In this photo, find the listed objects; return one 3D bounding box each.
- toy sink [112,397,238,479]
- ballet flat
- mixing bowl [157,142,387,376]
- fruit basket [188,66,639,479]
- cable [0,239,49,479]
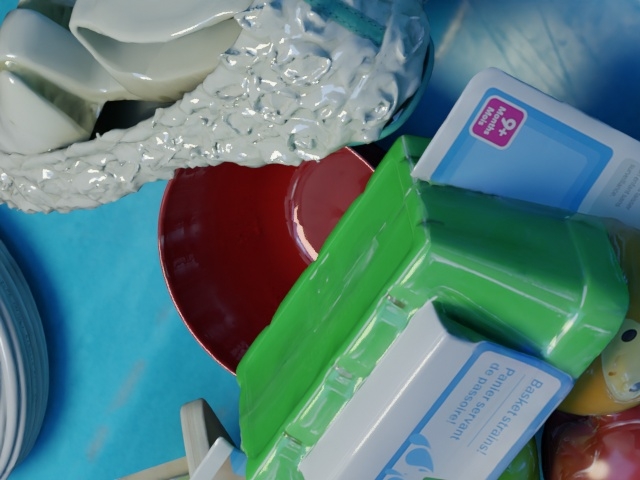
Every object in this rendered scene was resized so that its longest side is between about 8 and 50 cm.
[{"bbox_3d":[-0.088,0.232,1.249,0.131,0.153,0.234,-18,142,6],"label":"toy sink"},{"bbox_3d":[-0.108,-0.108,1.158,0.409,0.147,0.147,-9,103,47],"label":"ballet flat"},{"bbox_3d":[0.000,0.000,1.236,0.181,0.098,0.181,10,111,26],"label":"mixing bowl"},{"bbox_3d":[0.146,0.106,1.105,0.353,0.165,0.327,28,117,-16],"label":"fruit basket"},{"bbox_3d":[-0.311,0.079,1.445,0.257,0.089,0.257,51,123,6],"label":"cable"}]
